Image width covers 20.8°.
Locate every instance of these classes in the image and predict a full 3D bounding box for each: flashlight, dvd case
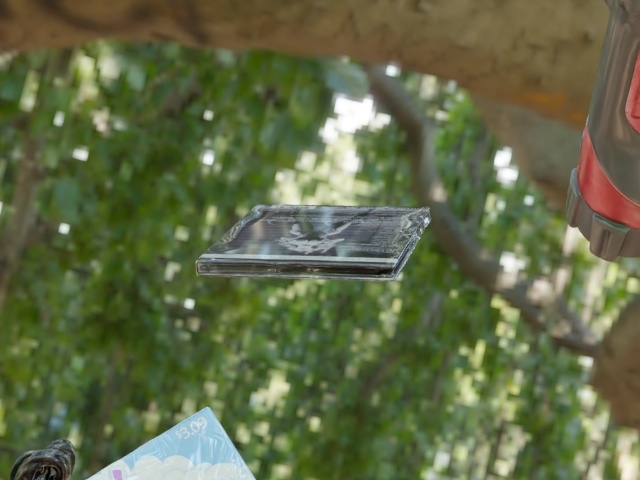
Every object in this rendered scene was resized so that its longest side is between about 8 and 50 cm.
[{"bbox_3d":[0.250,-0.111,1.278,0.103,0.103,0.304,-18,-36,-18],"label":"flashlight"},{"bbox_3d":[0.000,0.000,1.498,0.164,0.018,0.221,1,13,11],"label":"dvd case"}]

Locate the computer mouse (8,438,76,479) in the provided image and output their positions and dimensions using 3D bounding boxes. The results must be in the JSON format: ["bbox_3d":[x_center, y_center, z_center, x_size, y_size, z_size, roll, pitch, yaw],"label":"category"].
[{"bbox_3d":[-0.296,0.260,1.310,0.072,0.188,0.272,25,25,20],"label":"computer mouse"}]

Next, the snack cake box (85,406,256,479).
[{"bbox_3d":[-0.142,0.243,1.107,0.152,0.264,0.089,55,-10,24],"label":"snack cake box"}]
